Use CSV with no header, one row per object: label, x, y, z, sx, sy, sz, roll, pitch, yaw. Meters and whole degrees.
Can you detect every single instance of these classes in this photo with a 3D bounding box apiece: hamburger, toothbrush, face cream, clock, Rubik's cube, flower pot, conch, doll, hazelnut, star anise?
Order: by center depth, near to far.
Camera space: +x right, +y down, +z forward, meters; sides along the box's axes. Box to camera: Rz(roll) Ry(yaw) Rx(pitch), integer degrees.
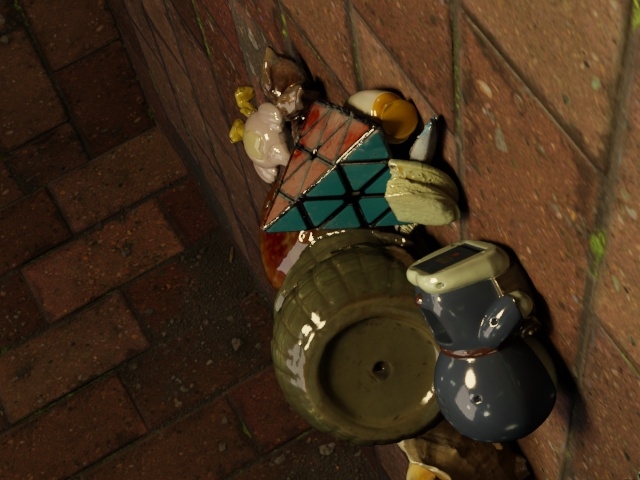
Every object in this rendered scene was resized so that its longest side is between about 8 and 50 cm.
clock,0.195,0.125,1.599,0.243,0.146,0.199,71,164,-13
hamburger,0.129,-0.052,1.611,0.121,0.084,0.054,66,-148,-63
face cream,0.072,-0.157,1.670,0.072,0.051,0.182,63,170,-14
toothbrush,0.124,-0.073,1.699,0.042,0.035,0.413,38,166,11
Rubik's cube,0.057,-0.091,1.707,0.178,0.211,0.190,34,-145,-28
flower pot,0.083,0.129,1.824,0.213,0.302,0.301,-114,-1,-69
hazelnut,0.000,0.000,2.003,0.234,0.218,0.218,53,169,15
star anise,-0.031,-0.203,2.024,0.212,0.073,0.197,58,173,5
conch,0.202,0.337,2.028,0.263,0.186,0.324,53,170,13
doll,-0.058,-0.128,2.294,0.365,0.094,0.160,-121,31,-44

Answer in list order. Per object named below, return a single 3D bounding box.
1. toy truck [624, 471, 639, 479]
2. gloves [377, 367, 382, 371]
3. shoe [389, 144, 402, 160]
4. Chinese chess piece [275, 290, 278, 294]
toy truck,0.353,0.365,1.486,0.162,0.136,0.305,51,171,15
gloves,0.083,0.124,2.146,0.301,0.152,0.197,54,-178,14
shoe,0.078,-0.105,1.790,0.159,0.053,0.062,-27,66,58
Chinese chess piece,0.041,0.204,2.676,0.338,0.140,0.338,58,169,18
